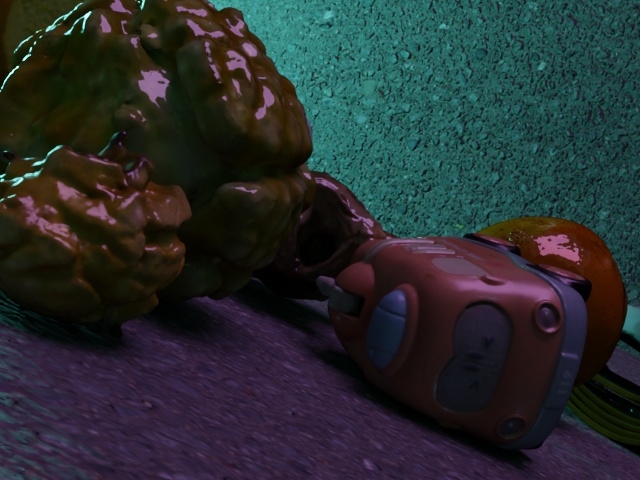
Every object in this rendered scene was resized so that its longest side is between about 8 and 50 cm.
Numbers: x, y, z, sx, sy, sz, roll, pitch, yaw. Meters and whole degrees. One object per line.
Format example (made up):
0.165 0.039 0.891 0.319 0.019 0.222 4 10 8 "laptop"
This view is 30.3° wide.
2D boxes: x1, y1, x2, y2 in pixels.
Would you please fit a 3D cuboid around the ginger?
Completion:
0.000 0.000 1.382 0.221 0.130 0.276 16 -10 -23 "ginger"

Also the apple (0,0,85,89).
-0.464 -0.300 1.675 0.384 0.374 0.374 65 8 2 "apple"

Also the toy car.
0.122 0.087 1.179 0.212 0.180 0.270 11 10 -27 "toy car"

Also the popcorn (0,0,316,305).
-0.162 -0.093 1.083 0.335 0.279 0.274 40 29 21 "popcorn"

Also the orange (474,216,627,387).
0.269 0.085 1.512 0.240 0.240 0.240 25 5 -2 "orange"

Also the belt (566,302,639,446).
0.433 0.181 1.614 0.105 0.184 0.261 22 5 -44 "belt"

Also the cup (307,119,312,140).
-0.199 -0.135 1.598 0.347 0.163 0.347 19 32 -12 "cup"

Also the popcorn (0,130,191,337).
-0.171 -0.004 0.856 0.148 0.152 0.167 -6 -3 14 "popcorn"
